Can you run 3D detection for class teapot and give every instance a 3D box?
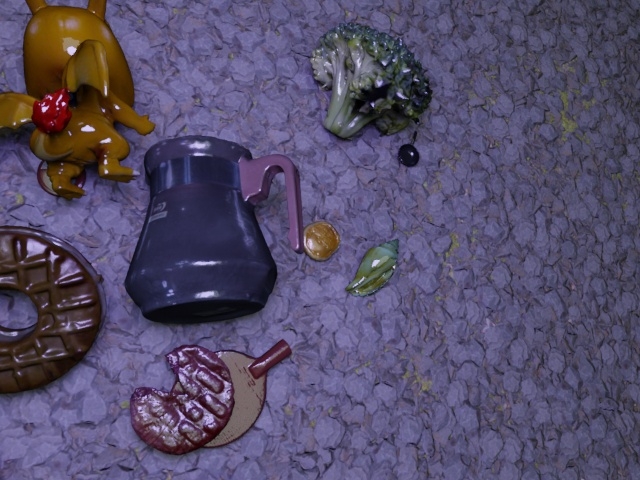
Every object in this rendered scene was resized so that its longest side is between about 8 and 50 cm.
[{"bbox_3d":[-0.218,-0.030,0.964,0.375,0.305,0.362,-12,73,13],"label":"teapot"}]

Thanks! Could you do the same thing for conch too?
[{"bbox_3d":[0.151,0.070,1.206,0.095,0.079,0.201,37,86,-22],"label":"conch"}]

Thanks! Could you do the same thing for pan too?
[{"bbox_3d":[0.263,-0.269,1.346,0.068,0.023,0.115,24,74,-13],"label":"pan"}]

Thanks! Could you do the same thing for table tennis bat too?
[{"bbox_3d":[-0.583,-0.173,1.029,0.098,0.019,0.155,-3,82,-20],"label":"table tennis bat"},{"bbox_3d":[-0.198,0.333,1.042,0.310,0.038,0.200,-34,91,-22],"label":"table tennis bat"}]

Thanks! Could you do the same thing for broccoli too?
[{"bbox_3d":[0.115,-0.403,1.208,0.347,0.293,0.281,30,108,0],"label":"broccoli"}]

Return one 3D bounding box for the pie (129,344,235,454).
[{"bbox_3d":[-0.289,0.339,0.973,0.218,0.054,0.204,-36,89,-21],"label":"pie"}]

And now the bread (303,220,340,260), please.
[{"bbox_3d":[0.000,0.000,1.193,0.110,0.024,0.110,5,76,-19],"label":"bread"}]

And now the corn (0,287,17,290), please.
[{"bbox_3d":[-0.609,0.070,0.937,0.207,0.068,0.068,7,76,-18],"label":"corn"}]

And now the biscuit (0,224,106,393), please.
[{"bbox_3d":[-0.588,0.132,0.865,0.331,0.103,0.332,-3,101,-17],"label":"biscuit"}]

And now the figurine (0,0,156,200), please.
[{"bbox_3d":[-0.481,-0.302,0.912,0.268,0.400,0.387,9,67,-51],"label":"figurine"}]

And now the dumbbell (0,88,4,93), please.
[{"bbox_3d":[-0.750,-0.245,0.942,0.110,0.110,0.255,21,78,-14],"label":"dumbbell"}]
